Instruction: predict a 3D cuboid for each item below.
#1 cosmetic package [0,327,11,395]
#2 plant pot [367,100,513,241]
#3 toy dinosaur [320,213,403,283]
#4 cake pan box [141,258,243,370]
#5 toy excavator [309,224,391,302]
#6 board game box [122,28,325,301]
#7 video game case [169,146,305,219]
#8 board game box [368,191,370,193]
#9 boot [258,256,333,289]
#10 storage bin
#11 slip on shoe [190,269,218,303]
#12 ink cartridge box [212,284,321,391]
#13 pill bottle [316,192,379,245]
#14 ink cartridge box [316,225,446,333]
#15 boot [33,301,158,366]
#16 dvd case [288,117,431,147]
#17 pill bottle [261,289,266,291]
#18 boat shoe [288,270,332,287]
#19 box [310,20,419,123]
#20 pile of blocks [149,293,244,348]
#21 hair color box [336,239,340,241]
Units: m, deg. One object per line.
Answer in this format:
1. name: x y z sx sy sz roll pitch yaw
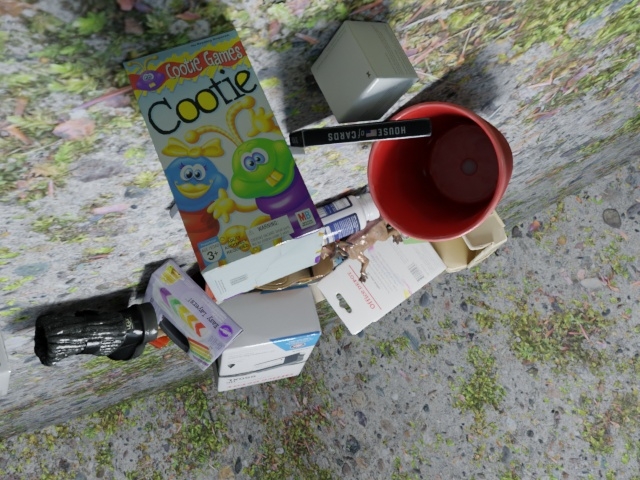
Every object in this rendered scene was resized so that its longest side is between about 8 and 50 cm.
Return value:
1. cosmetic package: -0.819 0.271 1.057 0.365 0.155 0.197 -11 160 -37
2. plant pot: 0.272 -0.148 1.135 0.275 0.275 0.243 -34 171 34
3. toy dinosaur: 0.112 -0.019 1.500 0.295 0.127 0.200 -44 143 -2
4. cake pan box: -0.330 0.194 1.365 0.070 0.246 0.267 -43 179 -34
5. toy excavator: 0.156 0.122 1.989 0.433 0.222 0.445 -24 174 3
6. board game box: -0.114 -0.088 0.670 0.142 0.275 0.144 -22 165 -10
7. video game case: -0.158 -0.107 1.030 0.193 0.023 0.212 -10 159 -42
8. board game box: 0.203 -0.151 1.404 0.136 0.035 0.201 -19 164 -17
9. boot: -0.111 0.081 1.634 0.283 0.109 0.220 -12 179 -12
10. storage bin: 0.393 -0.057 1.593 0.123 0.260 0.262 -26 165 -8
11. slip on shoe: -0.346 0.154 1.492 0.101 0.123 0.331 18 140 -36
12. ink cartridge box: -0.184 0.308 1.681 0.285 0.166 0.395 -7 152 -17
13. pill bottle: 0.058 -0.058 1.385 0.169 0.094 0.094 -22 165 -6
14. ink cartridge box: 0.179 0.107 1.688 0.353 0.207 0.119 -35 179 -6
15. boot: -0.581 0.246 1.379 0.260 0.131 0.348 -10 163 -35
16. dvd case: 0.048 -0.166 0.851 0.179 0.029 0.239 -7 -169 -6
17. pill bottle: -0.136 0.239 1.963 0.169 0.169 0.301 -24 165 -2
18. boat shoe: -0.057 0.109 1.802 0.227 0.081 0.069 -18 168 -13
19. box: 0.060 -0.235 0.773 0.087 0.102 0.101 -16 164 -39
20. pile of blocks: -0.395 0.259 1.742 0.362 0.113 0.149 -18 164 -22
21. hair color box: 0.000 0.000 1.593 0.072 0.043 0.141 -33 161 32
